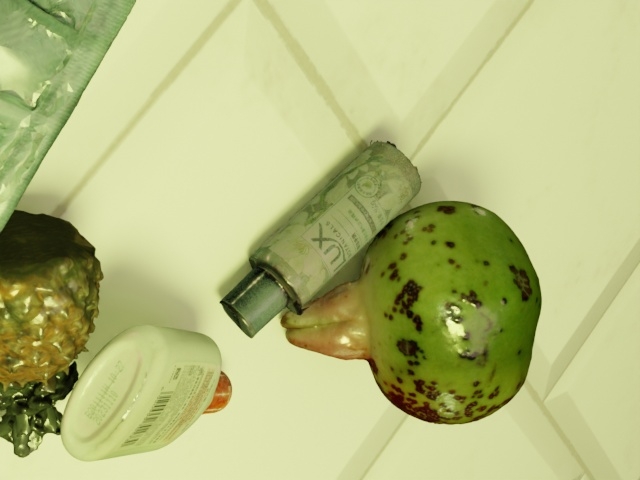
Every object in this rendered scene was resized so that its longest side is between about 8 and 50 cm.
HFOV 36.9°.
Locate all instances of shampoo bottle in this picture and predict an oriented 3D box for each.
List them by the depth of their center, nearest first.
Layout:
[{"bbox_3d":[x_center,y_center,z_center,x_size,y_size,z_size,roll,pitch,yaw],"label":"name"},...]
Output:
[{"bbox_3d":[-0.122,0.119,0.754,0.108,0.051,0.221,-58,165,0],"label":"shampoo bottle"},{"bbox_3d":[0.000,0.000,0.860,0.214,0.072,0.072,-44,137,-19],"label":"shampoo bottle"}]

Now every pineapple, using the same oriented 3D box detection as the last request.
[{"bbox_3d":[-0.209,0.075,0.673,0.108,0.108,0.198,-22,138,-37],"label":"pineapple"}]

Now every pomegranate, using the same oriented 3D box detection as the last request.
[{"bbox_3d":[0.085,0.075,0.920,0.247,0.214,0.214,-8,123,-6],"label":"pomegranate"}]

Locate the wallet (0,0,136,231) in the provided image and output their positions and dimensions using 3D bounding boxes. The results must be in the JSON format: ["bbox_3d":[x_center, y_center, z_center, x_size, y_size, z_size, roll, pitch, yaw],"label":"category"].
[{"bbox_3d":[-0.273,-0.059,0.499,0.237,0.075,0.342,31,89,-29],"label":"wallet"}]
